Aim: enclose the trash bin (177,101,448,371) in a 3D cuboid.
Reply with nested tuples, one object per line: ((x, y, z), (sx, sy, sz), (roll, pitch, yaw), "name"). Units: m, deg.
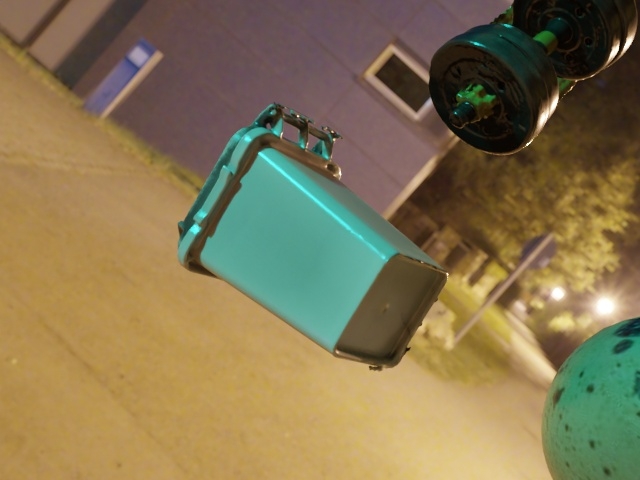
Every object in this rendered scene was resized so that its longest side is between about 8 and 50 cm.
((0.000, 0.000, 1.678), (0.367, 0.296, 0.256), (37, 8, 37), "trash bin")

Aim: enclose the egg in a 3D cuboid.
((0.417, 0.228, 1.345), (0.287, 0.287, 0.379), (43, -19, 17), "egg")

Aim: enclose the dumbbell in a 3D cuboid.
((0.304, -0.268, 1.583), (0.185, 0.388, 0.185), (31, -37, 27), "dumbbell")

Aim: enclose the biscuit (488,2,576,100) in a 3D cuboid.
((0.329, -0.290, 1.799), (0.172, 0.029, 0.254), (51, 46, -3), "biscuit")
